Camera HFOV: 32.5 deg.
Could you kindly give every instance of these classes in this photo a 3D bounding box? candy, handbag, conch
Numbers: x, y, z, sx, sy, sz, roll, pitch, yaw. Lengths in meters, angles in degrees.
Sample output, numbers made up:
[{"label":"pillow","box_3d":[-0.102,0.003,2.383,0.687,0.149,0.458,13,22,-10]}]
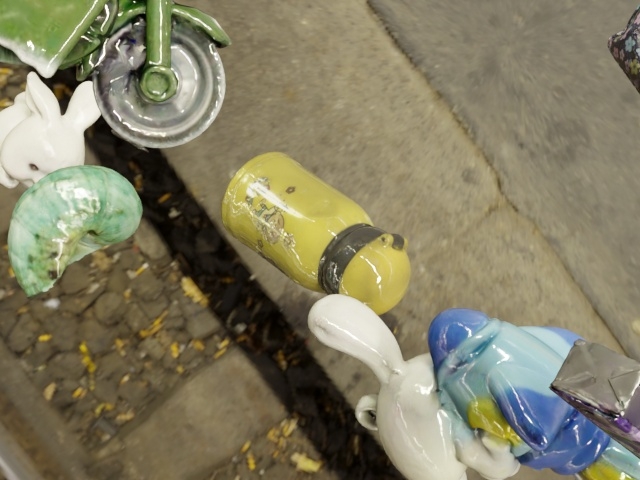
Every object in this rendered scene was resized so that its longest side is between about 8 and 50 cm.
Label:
[{"label":"candy","box_3d":[0.332,0.191,1.045,0.312,0.088,0.061,38,82,-38]},{"label":"handbag","box_3d":[0.544,-0.315,1.645,0.127,0.228,0.207,11,130,-25]},{"label":"conch","box_3d":[-0.321,-0.025,1.425,0.122,0.188,0.175,41,135,17]}]

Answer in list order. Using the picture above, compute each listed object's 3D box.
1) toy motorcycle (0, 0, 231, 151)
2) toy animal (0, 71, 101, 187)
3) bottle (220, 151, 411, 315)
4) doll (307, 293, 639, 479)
[{"label":"toy motorcycle","box_3d":[-0.160,-0.143,0.531,0.275,0.205,0.127,26,95,-12]},{"label":"toy animal","box_3d":[-0.427,-0.157,1.663,0.128,0.193,0.178,15,75,-34]},{"label":"bottle","box_3d":[0.000,0.000,1.798,0.351,0.172,0.171,37,107,39]},{"label":"doll","box_3d":[0.206,0.202,1.354,0.366,0.187,0.376,-9,142,35]}]
